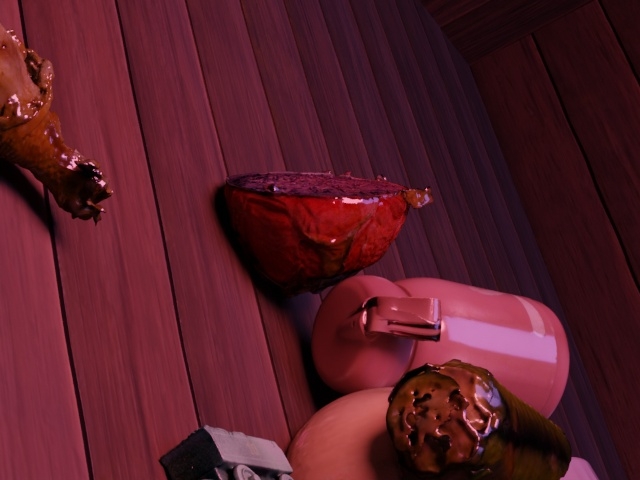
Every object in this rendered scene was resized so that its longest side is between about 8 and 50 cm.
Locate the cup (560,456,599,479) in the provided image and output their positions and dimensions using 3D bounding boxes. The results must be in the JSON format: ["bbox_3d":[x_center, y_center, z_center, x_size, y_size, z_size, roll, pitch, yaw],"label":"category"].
[{"bbox_3d":[0.307,0.469,1.699,0.253,0.253,0.372,34,32,-59],"label":"cup"}]

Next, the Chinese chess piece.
[{"bbox_3d":[0.096,0.318,1.492,0.338,0.140,0.338,53,21,-31],"label":"Chinese chess piece"}]

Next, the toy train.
[{"bbox_3d":[-0.074,0.216,1.265,0.099,0.070,0.172,59,13,24],"label":"toy train"}]

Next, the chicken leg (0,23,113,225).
[{"bbox_3d":[-0.252,-0.106,1.184,0.228,0.088,0.103,45,11,-38],"label":"chicken leg"}]

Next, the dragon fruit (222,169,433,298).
[{"bbox_3d":[-0.004,0.000,1.646,0.223,0.218,0.148,-2,100,-31],"label":"dragon fruit"}]

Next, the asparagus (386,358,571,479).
[{"bbox_3d":[0.185,0.216,1.482,0.382,0.108,0.128,34,35,-60],"label":"asparagus"}]

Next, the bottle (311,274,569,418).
[{"bbox_3d":[0.144,0.124,1.654,0.297,0.206,0.173,15,69,-31],"label":"bottle"}]
